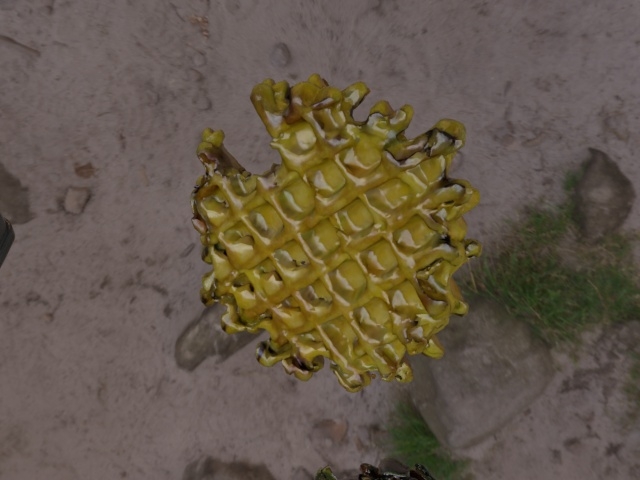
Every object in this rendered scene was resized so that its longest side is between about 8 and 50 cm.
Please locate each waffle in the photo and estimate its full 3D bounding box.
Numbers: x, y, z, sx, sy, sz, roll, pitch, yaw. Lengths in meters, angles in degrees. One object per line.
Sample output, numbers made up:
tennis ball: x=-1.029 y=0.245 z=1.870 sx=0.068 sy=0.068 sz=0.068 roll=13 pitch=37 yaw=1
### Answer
waffle: x=0.000 y=0.000 z=0.551 sx=0.228 sy=0.051 sz=0.232 roll=14 pitch=114 yaw=23

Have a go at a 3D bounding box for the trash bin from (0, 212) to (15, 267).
trash bin: x=-0.429 y=-0.032 z=0.785 sx=0.176 sy=0.101 sz=0.236 roll=8 pitch=141 yaw=5

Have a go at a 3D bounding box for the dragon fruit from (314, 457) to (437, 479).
dragon fruit: x=0.067 y=0.285 z=0.666 sx=0.182 sy=0.182 sz=0.189 roll=5 pitch=90 yaw=0
